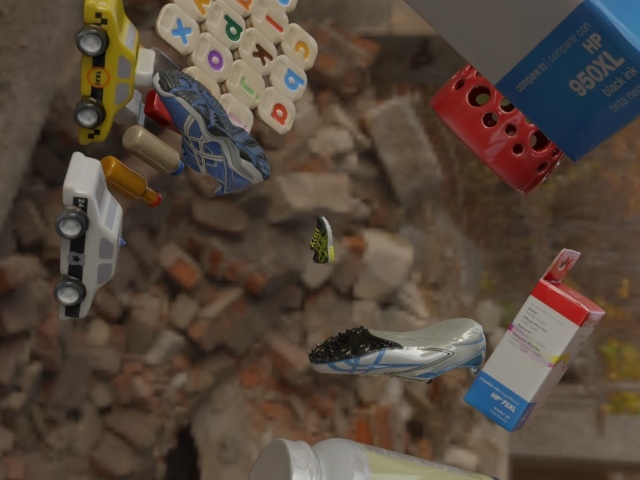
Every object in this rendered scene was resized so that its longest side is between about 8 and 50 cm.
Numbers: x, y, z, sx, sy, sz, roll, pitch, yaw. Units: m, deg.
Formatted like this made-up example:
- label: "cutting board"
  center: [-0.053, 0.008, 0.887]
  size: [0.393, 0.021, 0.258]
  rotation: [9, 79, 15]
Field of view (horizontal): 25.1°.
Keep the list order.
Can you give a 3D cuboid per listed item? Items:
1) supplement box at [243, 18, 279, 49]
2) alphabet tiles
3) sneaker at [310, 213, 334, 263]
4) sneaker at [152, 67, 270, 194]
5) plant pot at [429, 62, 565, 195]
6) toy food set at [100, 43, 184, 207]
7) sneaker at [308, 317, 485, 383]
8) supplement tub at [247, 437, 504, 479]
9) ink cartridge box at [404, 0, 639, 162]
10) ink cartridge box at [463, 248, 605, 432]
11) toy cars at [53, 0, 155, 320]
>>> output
- label: "supplement box"
  center: [-0.096, -0.327, 2.199]
  size: [0.056, 0.083, 0.083]
  rotation: [-40, -179, -16]
- label: "alphabet tiles"
  center: [-0.118, -0.289, 2.064]
  size: [0.278, 0.021, 0.284]
  rotation: [36, 61, -37]
- label: "sneaker"
  center: [0.000, 0.000, 2.202]
  size: [0.031, 0.035, 0.083]
  rotation: [-126, -155, -69]
- label: "sneaker"
  center: [-0.154, -0.134, 1.857]
  size: [0.211, 0.081, 0.080]
  rotation: [49, 22, -31]
- label: "plant pot"
  center: [0.272, -0.185, 1.957]
  size: [0.174, 0.191, 0.191]
  rotation: [-47, 167, 10]
- label: "toy food set"
  center: [-0.235, -0.170, 2.027]
  size: [0.104, 0.111, 0.232]
  rotation: [35, 47, -41]
- label: "sneaker"
  center: [0.103, 0.158, 1.914]
  size: [0.085, 0.237, 0.086]
  rotation: [-92, 176, -68]
- label: "supplement tub"
  center: [0.075, 0.376, 1.758]
  size: [0.235, 0.325, 0.235]
  rotation: [-164, -90, -73]
- label: "ink cartridge box"
  center: [0.167, -0.307, 1.112]
  size: [0.285, 0.395, 0.166]
  rotation: [-48, -179, -25]
- label: "ink cartridge box"
  center: [0.288, 0.127, 1.839]
  size: [0.231, 0.078, 0.134]
  rotation: [-58, 162, 8]
- label: "toy cars"
  center: [-0.245, -0.102, 1.652]
  size: [0.176, 0.087, 0.393]
  rotation: [124, -28, -81]
